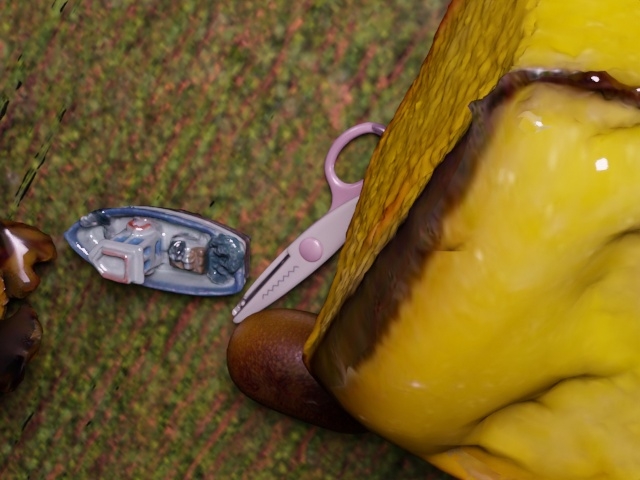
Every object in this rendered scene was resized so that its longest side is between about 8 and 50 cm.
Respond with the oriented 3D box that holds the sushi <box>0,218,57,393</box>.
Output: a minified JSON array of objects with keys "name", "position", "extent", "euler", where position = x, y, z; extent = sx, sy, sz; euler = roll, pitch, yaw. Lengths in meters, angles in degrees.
[{"name":"sushi","position":[-0.320,0.040,0.922],"extent":[0.213,0.204,0.200],"euler":[7,83,54]}]

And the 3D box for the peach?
[{"name":"peach","position":[0.184,-0.011,0.655],"extent":[0.380,0.242,0.306],"euler":[4,129,9]}]

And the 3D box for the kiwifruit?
[{"name":"kiwifruit","position":[-0.004,0.086,0.859],"extent":[0.124,0.075,0.075],"euler":[14,111,15]}]

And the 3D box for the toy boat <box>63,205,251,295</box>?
[{"name":"toy boat","position":[-0.117,0.008,0.889],"extent":[0.140,0.066,0.059],"euler":[12,114,21]}]

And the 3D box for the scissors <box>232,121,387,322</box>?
[{"name":"scissors","position":[0.000,0.000,0.858],"extent":[0.176,0.022,0.085],"euler":[-41,90,25]}]
